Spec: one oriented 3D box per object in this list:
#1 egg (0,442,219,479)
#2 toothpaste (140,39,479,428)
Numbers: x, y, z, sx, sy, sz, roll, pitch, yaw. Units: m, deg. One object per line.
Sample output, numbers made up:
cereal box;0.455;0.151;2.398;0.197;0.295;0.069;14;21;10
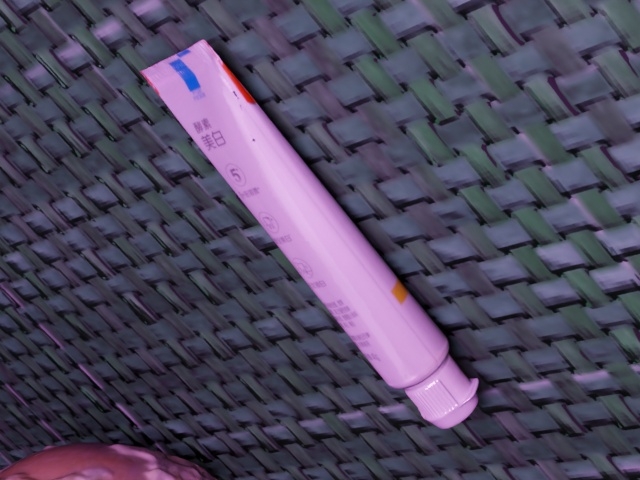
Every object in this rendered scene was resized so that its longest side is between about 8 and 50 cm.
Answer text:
egg;-0.114;0.214;0.868;0.203;0.203;0.245;17;135;28
toothpaste;0.000;0.000;0.652;0.190;0.031;0.048;51;148;-16
